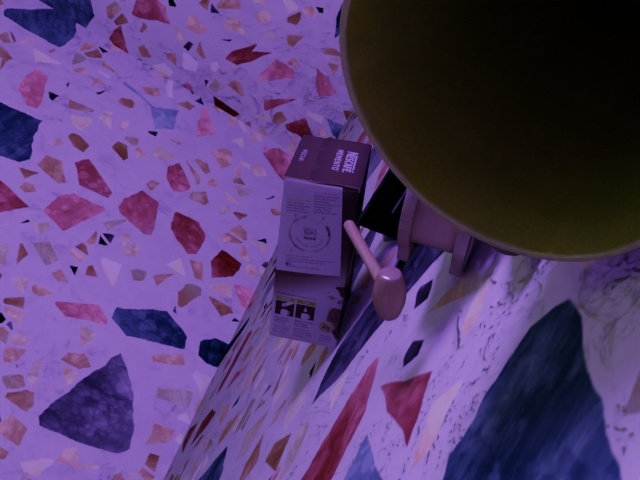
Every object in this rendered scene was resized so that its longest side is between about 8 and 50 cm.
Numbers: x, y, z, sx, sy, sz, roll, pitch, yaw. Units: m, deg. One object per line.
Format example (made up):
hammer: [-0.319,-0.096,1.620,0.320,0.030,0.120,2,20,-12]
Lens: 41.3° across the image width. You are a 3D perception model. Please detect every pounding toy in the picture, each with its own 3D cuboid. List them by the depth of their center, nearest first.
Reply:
pounding toy: [0.109,-0.055,0.961,0.154,0.155,0.269,94,-164,-49]

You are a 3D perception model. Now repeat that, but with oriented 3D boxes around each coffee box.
coffee box: [0.000,0.000,1.377,0.168,0.119,0.297,-71,-10,-58]

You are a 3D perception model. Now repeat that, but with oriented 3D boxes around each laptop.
laptop: [0.128,-0.131,1.318,0.234,0.137,0.264,-59,-28,7]

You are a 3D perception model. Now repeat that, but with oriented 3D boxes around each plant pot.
plant pot: [0.209,-0.180,0.656,0.293,0.275,0.275,-45,-2,-32]

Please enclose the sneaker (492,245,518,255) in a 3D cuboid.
sneaker: [0.204,-0.052,0.858,0.086,0.064,0.192,107,-175,-60]
